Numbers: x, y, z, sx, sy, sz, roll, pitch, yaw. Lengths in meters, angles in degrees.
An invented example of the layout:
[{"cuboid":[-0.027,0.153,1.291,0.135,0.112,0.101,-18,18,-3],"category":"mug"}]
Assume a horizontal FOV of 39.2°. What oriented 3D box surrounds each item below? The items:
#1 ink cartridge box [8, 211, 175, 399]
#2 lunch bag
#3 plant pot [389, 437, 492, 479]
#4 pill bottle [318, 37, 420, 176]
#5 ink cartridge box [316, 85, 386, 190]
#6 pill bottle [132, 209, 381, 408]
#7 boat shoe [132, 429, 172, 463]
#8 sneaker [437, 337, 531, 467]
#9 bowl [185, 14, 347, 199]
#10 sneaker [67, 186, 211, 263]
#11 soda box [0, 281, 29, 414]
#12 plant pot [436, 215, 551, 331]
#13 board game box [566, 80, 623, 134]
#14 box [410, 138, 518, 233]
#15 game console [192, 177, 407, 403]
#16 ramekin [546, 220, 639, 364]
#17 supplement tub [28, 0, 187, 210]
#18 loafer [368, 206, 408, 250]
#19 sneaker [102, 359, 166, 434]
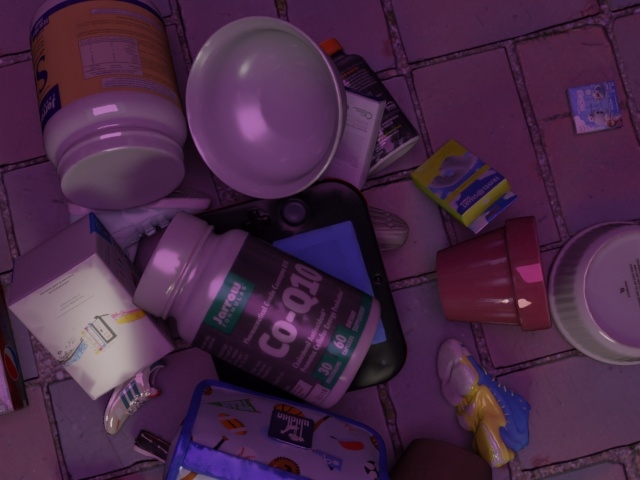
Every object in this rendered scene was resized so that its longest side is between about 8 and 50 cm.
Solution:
[{"cuboid":[-0.386,0.111,1.529,0.168,0.171,0.232,-32,120,1],"category":"ink cartridge box"},{"cuboid":[-0.081,0.371,1.427,0.328,0.385,0.238,18,75,-4],"category":"lunch bag"},{"cuboid":[0.187,0.468,1.528,0.263,0.263,0.229,22,67,2],"category":"plant pot"},{"cuboid":[0.062,-0.248,1.641,0.130,0.130,0.245,-35,86,-4],"category":"pill bottle"},{"cuboid":[-0.012,-0.176,1.598,0.223,0.045,0.223,24,113,20],"category":"ink cartridge box"},{"cuboid":[-0.103,0.107,1.448,0.361,0.204,0.204,26,84,-4],"category":"pill bottle"},{"cuboid":[-0.275,0.379,1.617,0.125,0.046,0.038,21,89,10],"category":"boat shoe"},{"cuboid":[0.301,0.284,1.625,0.126,0.091,0.240,-9,72,-31],"category":"sneaker"},{"cuboid":[-0.068,-0.226,1.508,0.298,0.134,0.297,8,107,27],"category":"bowl"},{"cuboid":[-0.325,-0.016,1.646,0.256,0.094,0.151,-7,110,-16],"category":"sneaker"},{"cuboid":[-0.603,0.185,1.607,0.084,0.092,0.263,-15,85,-1],"category":"soda box"},{"cuboid":[0.305,0.068,1.592,0.180,0.201,0.201,-10,84,14],"category":"plant pot"},{"cuboid":[0.520,-0.251,1.703,0.090,0.020,0.090,-10,84,0],"category":"board game box"},{"cuboid":[0.258,-0.100,1.625,0.109,0.042,0.178,-41,47,-4],"category":"box"},{"cuboid":[-0.049,0.102,1.572,0.342,0.060,0.386,-16,103,2],"category":"game console"},{"cuboid":[0.556,0.092,1.614,0.273,0.127,0.272,0,84,0],"category":"ramekin"},{"cuboid":[-0.362,-0.243,1.543,0.241,0.241,0.331,-14,66,-2],"category":"supplement tub"},{"cuboid":[0.000,0.000,1.638,0.320,0.112,0.111,0,118,-3],"category":"loafer"},{"cuboid":[-0.332,0.280,1.618,0.075,0.057,0.161,20,81,7],"category":"sneaker"}]
